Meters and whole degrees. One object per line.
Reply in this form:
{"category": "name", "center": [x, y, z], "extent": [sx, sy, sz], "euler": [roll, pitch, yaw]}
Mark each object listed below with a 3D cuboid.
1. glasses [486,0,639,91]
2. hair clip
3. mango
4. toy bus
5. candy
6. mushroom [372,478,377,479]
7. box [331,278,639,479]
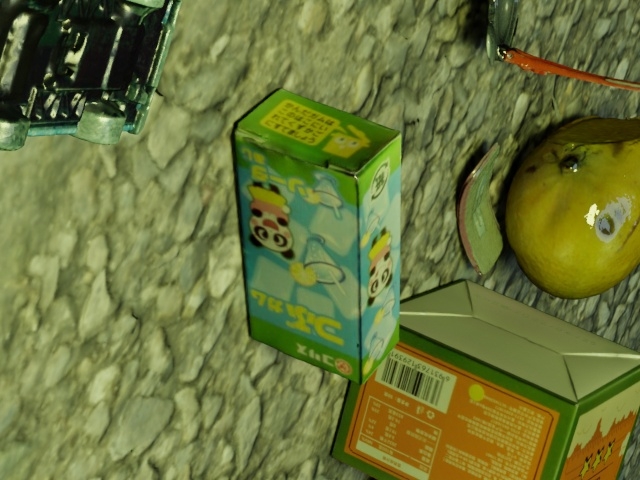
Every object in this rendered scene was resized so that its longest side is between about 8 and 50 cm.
{"category": "glasses", "center": [0.263, -0.220, 1.262], "extent": [0.118, 0.268, 0.234], "euler": [-45, 149, -71]}
{"category": "hair clip", "center": [0.140, -0.028, 1.443], "extent": [0.054, 0.022, 0.137], "euler": [-51, 149, -30]}
{"category": "mango", "center": [0.258, -0.037, 1.539], "extent": [0.262, 0.130, 0.167], "euler": [-31, 139, -56]}
{"category": "toy bus", "center": [-0.150, -0.098, 0.763], "extent": [0.185, 0.106, 0.090], "euler": [-11, 124, -65]}
{"category": "candy", "center": [0.000, 0.000, 1.128], "extent": [0.062, 0.097, 0.194], "euler": [-48, 148, -39]}
{"category": "mushroom", "center": [0.059, 0.300, 1.499], "extent": [0.094, 0.072, 0.210], "euler": [-13, 122, -48]}
{"category": "box", "center": [0.145, 0.144, 1.393], "extent": [0.177, 0.195, 0.148], "euler": [-15, 123, -58]}
